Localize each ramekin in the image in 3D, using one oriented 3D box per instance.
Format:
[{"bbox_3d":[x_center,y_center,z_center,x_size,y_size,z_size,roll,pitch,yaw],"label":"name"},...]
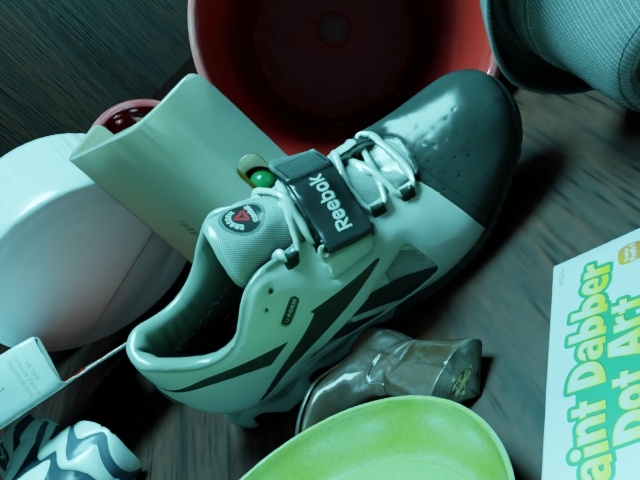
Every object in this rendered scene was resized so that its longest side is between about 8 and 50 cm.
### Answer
[{"bbox_3d":[-0.296,-0.004,0.990,0.273,0.273,0.127,-45,58,5],"label":"ramekin"}]

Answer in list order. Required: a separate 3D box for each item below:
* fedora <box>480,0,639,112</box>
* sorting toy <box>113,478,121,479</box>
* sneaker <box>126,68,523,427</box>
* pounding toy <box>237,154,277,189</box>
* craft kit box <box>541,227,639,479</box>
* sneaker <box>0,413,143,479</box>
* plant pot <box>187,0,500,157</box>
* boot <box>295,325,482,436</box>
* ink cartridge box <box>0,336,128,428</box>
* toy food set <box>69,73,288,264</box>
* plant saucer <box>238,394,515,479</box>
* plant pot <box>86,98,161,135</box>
[{"bbox_3d":[0.224,-0.176,0.465,0.275,0.243,0.124,-43,51,12],"label":"fedora"},{"bbox_3d":[-0.155,0.227,0.668,0.102,0.042,0.061,-17,50,32],"label":"sorting toy"},{"bbox_3d":[0.000,0.000,0.580,0.330,0.146,0.122,-48,52,9],"label":"sneaker"},{"bbox_3d":[-0.068,-0.107,0.996,0.130,0.100,0.141,-35,24,29],"label":"pounding toy"},{"bbox_3d":[0.192,0.060,0.281,0.246,0.061,0.250,-33,25,37],"label":"craft kit box"},{"bbox_3d":[-0.277,0.249,0.769,0.235,0.094,0.153,-8,34,44],"label":"sneaker"},{"bbox_3d":[0.019,-0.205,0.815,0.275,0.275,0.243,-44,10,7],"label":"plant pot"},{"bbox_3d":[0.042,0.100,0.520,0.114,0.037,0.106,4,56,58],"label":"boot"},{"bbox_3d":[-0.282,0.129,0.858,0.239,0.060,0.275,-34,2,-20],"label":"ink cartridge box"},{"bbox_3d":[-0.098,-0.047,0.783,0.092,0.220,0.306,-55,22,-19],"label":"toy food set"},{"bbox_3d":[-0.001,0.179,0.416,0.241,0.037,0.241,-34,18,13],"label":"plant saucer"},{"bbox_3d":[-0.282,-0.103,1.288,0.191,0.191,0.174,-56,14,-22],"label":"plant pot"}]
